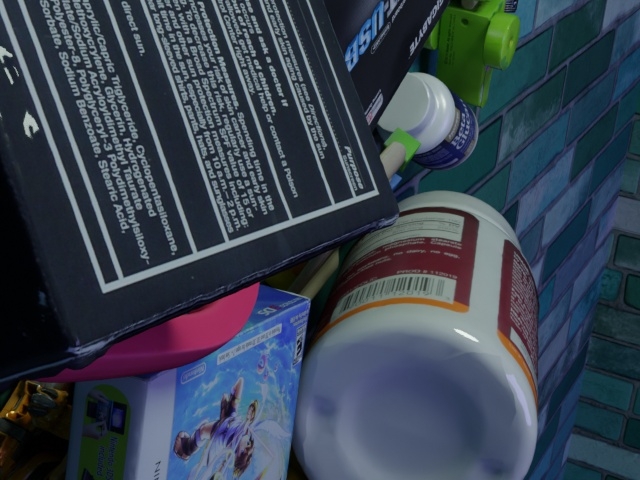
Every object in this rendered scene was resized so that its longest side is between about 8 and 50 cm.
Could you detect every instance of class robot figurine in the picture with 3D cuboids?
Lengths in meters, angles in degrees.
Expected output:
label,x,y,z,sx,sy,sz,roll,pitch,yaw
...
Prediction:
label,x,y,z,sx,sy,sz,roll,pitch,yaw
robot figurine,-0.175,0.185,0.913,0.211,0.085,0.291,-62,155,-26

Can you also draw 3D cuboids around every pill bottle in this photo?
label,x,y,z,sx,sy,sz,roll,pitch,yaw
pill bottle,0.110,0.098,1.177,0.392,0.224,0.224,-63,161,-67
pill bottle,0.118,-0.140,1.334,0.169,0.094,0.094,17,89,-66

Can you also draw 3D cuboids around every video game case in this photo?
label,x,y,z,sx,sy,sz,roll,pitch,yaw
video game case,-0.099,0.179,0.892,0.269,0.061,0.244,-21,123,-65

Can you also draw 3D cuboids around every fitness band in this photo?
label,x,y,z,sx,sy,sz,roll,pitch,yaw
fitness band,-0.148,-0.015,0.726,0.291,0.054,0.209,1,66,-56

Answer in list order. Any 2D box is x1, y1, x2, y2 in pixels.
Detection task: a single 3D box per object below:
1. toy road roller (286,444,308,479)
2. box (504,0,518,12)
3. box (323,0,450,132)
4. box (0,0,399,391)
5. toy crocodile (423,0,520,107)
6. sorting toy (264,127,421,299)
label,x,y,z,sx,sy,sz,roll,pitch,yaw
toy road roller,-0.061,0.338,1.139,0.240,0.202,0.329,47,56,-50
box,0.224,-0.384,1.474,0.191,0.045,0.184,-22,127,-62
box,0.034,-0.256,1.109,0.295,0.073,0.293,-58,151,-30
box,-0.137,-0.095,0.552,0.294,0.183,0.296,-21,91,-60
toy crocodile,0.176,-0.305,1.331,0.105,0.115,0.340,-52,148,-42
sorting toy,0.000,0.000,1.176,0.347,0.047,0.196,-50,173,-46
